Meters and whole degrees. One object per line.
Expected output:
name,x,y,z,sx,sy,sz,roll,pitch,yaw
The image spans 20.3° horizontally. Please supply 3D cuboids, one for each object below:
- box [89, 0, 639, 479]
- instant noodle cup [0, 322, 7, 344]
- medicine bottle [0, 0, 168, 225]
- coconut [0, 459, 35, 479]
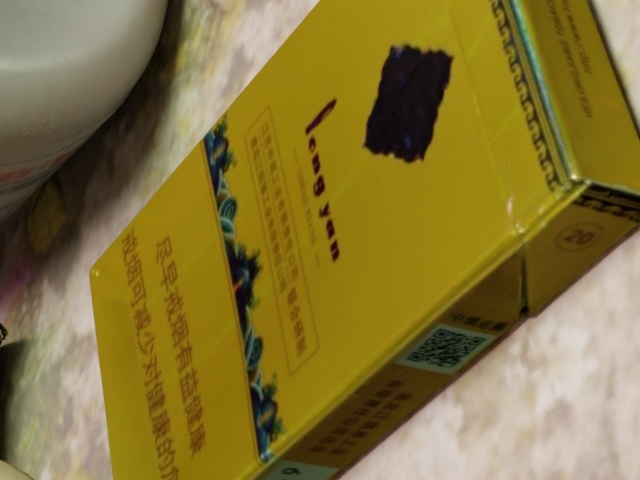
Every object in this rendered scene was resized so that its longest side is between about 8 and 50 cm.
box,0.000,0.001,0.659,0.279,0.041,0.153,-45,44,38
instant noodle cup,-0.249,0.121,0.867,0.205,0.205,0.153,-22,70,51
medicine bottle,-0.243,-0.094,0.876,0.306,0.245,0.245,-37,49,44
coconut,-0.206,0.180,0.655,0.245,0.247,0.245,-40,40,44
